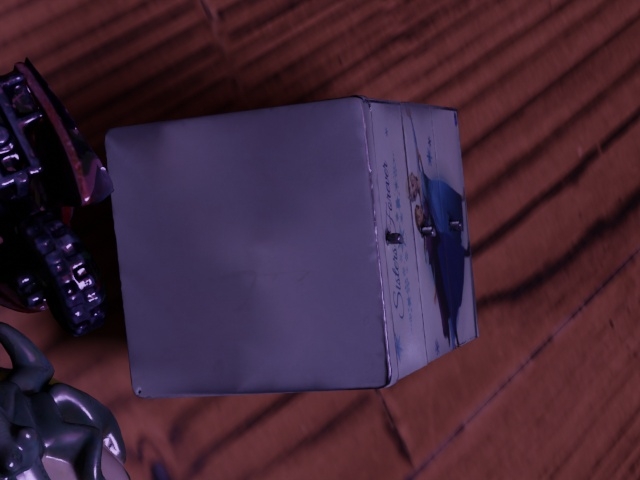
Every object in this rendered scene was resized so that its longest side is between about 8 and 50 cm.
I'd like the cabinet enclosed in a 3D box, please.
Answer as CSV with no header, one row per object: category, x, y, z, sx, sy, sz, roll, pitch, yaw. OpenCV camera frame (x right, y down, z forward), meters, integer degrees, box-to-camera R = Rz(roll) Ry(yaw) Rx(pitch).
cabinet,0.000,0.000,0.758,0.206,0.150,0.145,-10,94,-68

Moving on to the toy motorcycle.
toy motorcycle,-0.173,-0.046,0.686,0.082,0.122,0.213,-28,93,-29

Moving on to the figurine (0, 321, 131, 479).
figurine,-0.114,0.224,0.634,0.186,0.261,0.382,-29,98,-11
